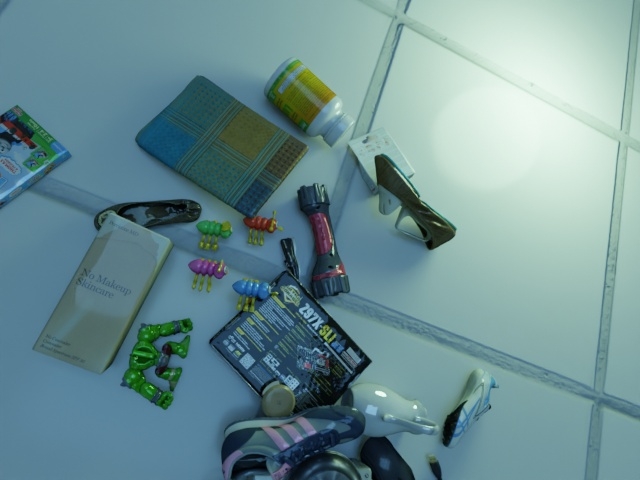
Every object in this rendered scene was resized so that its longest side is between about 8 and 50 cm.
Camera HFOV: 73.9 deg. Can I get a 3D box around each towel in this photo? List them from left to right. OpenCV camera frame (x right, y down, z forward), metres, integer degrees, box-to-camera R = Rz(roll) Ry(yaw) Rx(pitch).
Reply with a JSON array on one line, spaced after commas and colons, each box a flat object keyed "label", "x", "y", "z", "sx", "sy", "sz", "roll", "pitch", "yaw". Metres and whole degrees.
[{"label": "towel", "x": -0.253, "y": -0.250, "z": 1.115, "sx": 0.370, "sy": 0.040, "sz": 0.271, "roll": 34, "pitch": 69, "yaw": 5}]

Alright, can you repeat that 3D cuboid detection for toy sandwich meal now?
[{"label": "toy sandwich meal", "x": -0.099, "y": 0.366, "z": 0.972, "sx": 0.086, "sy": 0.029, "sz": 0.085, "roll": 2, "pitch": 82, "yaw": -16}]

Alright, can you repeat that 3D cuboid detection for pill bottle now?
[{"label": "pill bottle", "x": -0.026, "y": -0.382, "z": 1.202, "sx": 0.246, "sy": 0.136, "sz": 0.136, "roll": 42, "pitch": 69, "yaw": -4}]

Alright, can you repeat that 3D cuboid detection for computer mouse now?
[{"label": "computer mouse", "x": 0.224, "y": 0.587, "z": 1.069, "sx": 0.184, "sy": 0.060, "sz": 0.261, "roll": -28, "pitch": 94, "yaw": -22}]

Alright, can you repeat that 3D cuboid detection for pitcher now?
[{"label": "pitcher", "x": 0.167, "y": 0.426, "z": 1.042, "sx": 0.207, "sy": 0.178, "sz": 0.125, "roll": 16, "pitch": 78, "yaw": -14}]

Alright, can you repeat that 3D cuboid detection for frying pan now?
[{"label": "frying pan", "x": -0.045, "y": 0.532, "z": 0.906, "sx": 0.327, "sy": 0.053, "sz": 0.197, "roll": 28, "pitch": 67, "yaw": -11}]

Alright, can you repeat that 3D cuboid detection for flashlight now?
[{"label": "flashlight", "x": 0.000, "y": 0.000, "z": 1.136, "sx": 0.104, "sy": 0.103, "sz": 0.303, "roll": -10, "pitch": 81, "yaw": -17}]

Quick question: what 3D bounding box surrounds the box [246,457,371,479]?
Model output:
[{"label": "box", "x": -0.028, "y": 0.569, "z": 0.983, "sx": 0.276, "sy": 0.113, "sz": 0.094, "roll": 7, "pitch": 74, "yaw": -17}]

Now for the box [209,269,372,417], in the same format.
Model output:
[{"label": "box", "x": -0.071, "y": 0.276, "z": 1.051, "sx": 0.322, "sy": 0.079, "sz": 0.257, "roll": 47, "pitch": 70, "yaw": -3}]

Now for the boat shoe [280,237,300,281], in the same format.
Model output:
[{"label": "boat shoe", "x": -0.079, "y": 0.052, "z": 1.127, "sx": 0.038, "sy": 0.046, "sz": 0.125, "roll": -6, "pitch": 76, "yaw": -19}]

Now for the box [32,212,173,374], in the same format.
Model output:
[{"label": "box", "x": -0.460, "y": 0.111, "z": 0.931, "sx": 0.148, "sy": 0.121, "sz": 0.310, "roll": 25, "pitch": 79, "yaw": -12}]

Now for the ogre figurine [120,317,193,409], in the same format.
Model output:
[{"label": "ogre figurine", "x": -0.368, "y": 0.264, "z": 0.960, "sx": 0.118, "sy": 0.097, "sz": 0.196, "roll": 21, "pitch": 82, "yaw": -24}]

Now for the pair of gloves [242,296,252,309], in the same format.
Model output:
[{"label": "pair of gloves", "x": -0.158, "y": 0.183, "z": 1.089, "sx": 0.084, "sy": 0.010, "sz": 0.074, "roll": 9, "pitch": 74, "yaw": -16}]

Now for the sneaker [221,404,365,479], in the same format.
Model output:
[{"label": "sneaker", "x": -0.055, "y": 0.445, "z": 0.906, "sx": 0.320, "sy": 0.131, "sz": 0.112, "roll": -13, "pitch": 119, "yaw": 4}]

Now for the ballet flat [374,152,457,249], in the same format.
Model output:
[{"label": "ballet flat", "x": 0.246, "y": -0.092, "z": 1.219, "sx": 0.342, "sy": 0.116, "sz": 0.124, "roll": 42, "pitch": 93, "yaw": -21}]

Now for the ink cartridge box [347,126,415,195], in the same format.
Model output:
[{"label": "ink cartridge box", "x": 0.178, "y": -0.241, "z": 1.289, "sx": 0.146, "sy": 0.045, "sz": 0.179, "roll": -28, "pitch": 77, "yaw": -21}]

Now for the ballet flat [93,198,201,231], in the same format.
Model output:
[{"label": "ballet flat", "x": -0.419, "y": -0.064, "z": 1.043, "sx": 0.250, "sy": 0.058, "sz": 0.084, "roll": -8, "pitch": 78, "yaw": -19}]

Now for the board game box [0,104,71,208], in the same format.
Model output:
[{"label": "board game box", "x": -0.730, "y": -0.192, "z": 0.988, "sx": 0.160, "sy": 0.039, "sz": 0.211, "roll": 43, "pitch": 69, "yaw": -4}]

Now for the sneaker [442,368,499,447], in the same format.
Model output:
[{"label": "sneaker", "x": 0.410, "y": 0.463, "z": 1.156, "sx": 0.086, "sy": 0.085, "sz": 0.237, "roll": 36, "pitch": 68, "yaw": 10}]

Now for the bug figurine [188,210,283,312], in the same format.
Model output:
[{"label": "bug figurine", "x": -0.203, "y": 0.029, "z": 1.039, "sx": 0.217, "sy": 0.072, "sz": 0.278, "roll": 7, "pitch": 56, "yaw": -8}]
